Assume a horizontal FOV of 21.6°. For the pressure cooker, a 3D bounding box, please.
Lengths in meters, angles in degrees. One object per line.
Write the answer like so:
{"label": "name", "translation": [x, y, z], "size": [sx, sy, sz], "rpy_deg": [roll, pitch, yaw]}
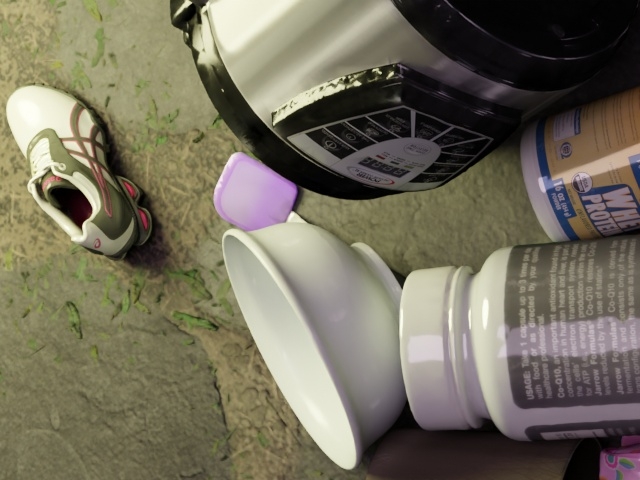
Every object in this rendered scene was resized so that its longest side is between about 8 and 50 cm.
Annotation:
{"label": "pressure cooker", "translation": [0.074, -0.242, 1.725], "size": [0.420, 0.375, 0.370], "rpy_deg": [-32, 90, 49]}

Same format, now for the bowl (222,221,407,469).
{"label": "bowl", "translation": [0.018, 0.092, 1.856], "size": [0.134, 0.298, 0.298], "rpy_deg": [-28, 74, -13]}

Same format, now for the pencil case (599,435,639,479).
{"label": "pencil case", "translation": [0.343, 0.346, 1.750], "size": [0.124, 0.124, 0.284], "rpy_deg": [2, 88, 26]}

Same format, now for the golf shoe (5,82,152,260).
{"label": "golf shoe", "translation": [-0.315, -0.096, 2.077], "size": [0.105, 0.120, 0.273], "rpy_deg": [-46, 69, 19]}

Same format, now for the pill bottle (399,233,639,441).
{"label": "pill bottle", "translation": [0.275, 0.099, 1.716], "size": [0.361, 0.204, 0.204], "rpy_deg": [-5, 86, 17]}

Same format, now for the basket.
{"label": "basket", "translation": [0.174, 0.287, 1.815], "size": [0.227, 0.154, 0.204], "rpy_deg": [9, 106, 30]}

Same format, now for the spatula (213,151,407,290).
{"label": "spatula", "translation": [0.000, 0.000, 1.969], "size": [0.296, 0.030, 0.084], "rpy_deg": [33, 103, 22]}

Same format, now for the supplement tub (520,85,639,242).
{"label": "supplement tub", "translation": [0.324, -0.083, 1.753], "size": [0.200, 0.144, 0.144], "rpy_deg": [-18, 81, 24]}
